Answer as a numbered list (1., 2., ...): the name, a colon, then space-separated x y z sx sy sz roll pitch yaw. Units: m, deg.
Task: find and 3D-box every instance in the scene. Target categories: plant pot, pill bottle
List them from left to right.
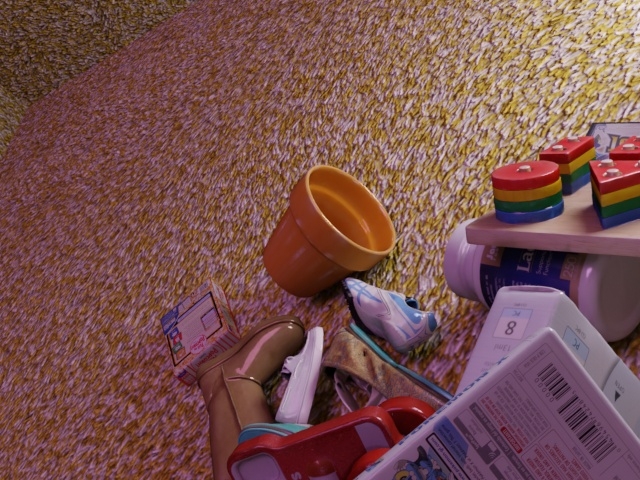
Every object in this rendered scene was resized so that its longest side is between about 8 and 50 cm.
1. plant pot: 0.000 0.000 1.540 0.188 0.205 0.205 -45 31 30
2. pill bottle: 0.311 0.044 1.193 0.265 0.153 0.153 11 63 50

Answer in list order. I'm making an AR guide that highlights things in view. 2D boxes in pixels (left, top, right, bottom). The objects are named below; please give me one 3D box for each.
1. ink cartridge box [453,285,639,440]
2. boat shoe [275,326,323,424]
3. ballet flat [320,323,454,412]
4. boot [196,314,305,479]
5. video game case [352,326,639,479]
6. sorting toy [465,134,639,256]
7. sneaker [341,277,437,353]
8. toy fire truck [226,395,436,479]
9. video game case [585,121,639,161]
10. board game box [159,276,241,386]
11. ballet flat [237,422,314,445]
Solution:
1. ink cartridge box: 0.231 0.289 0.895 0.091 0.308 0.385 0 55 47
2. boat shoe: -0.035 0.221 1.399 0.063 0.066 0.184 11 60 2
3. ballet flat: 0.102 0.231 1.259 0.123 0.123 0.348 -50 29 -6
4. boot: -0.095 0.284 1.441 0.236 0.089 0.269 -37 40 10
5. video game case: 0.194 0.297 0.767 0.300 0.329 0.036 -37 -2 -10
6. sorting toy: 0.360 -0.071 1.116 0.257 0.089 0.255 5 23 41
7. sneaker: 0.108 0.116 1.406 0.086 0.085 0.237 -26 27 -18
8. toy fire truck: 0.052 0.350 1.039 0.254 0.302 0.169 -22 10 19
9. video game case: 0.473 -0.070 1.241 0.275 0.035 0.248 10 63 50
10. board game box: -0.247 0.181 1.723 0.147 0.045 0.193 -40 35 8
11. ballet flat: -0.007 0.321 1.293 0.247 0.083 0.087 4 13 32
